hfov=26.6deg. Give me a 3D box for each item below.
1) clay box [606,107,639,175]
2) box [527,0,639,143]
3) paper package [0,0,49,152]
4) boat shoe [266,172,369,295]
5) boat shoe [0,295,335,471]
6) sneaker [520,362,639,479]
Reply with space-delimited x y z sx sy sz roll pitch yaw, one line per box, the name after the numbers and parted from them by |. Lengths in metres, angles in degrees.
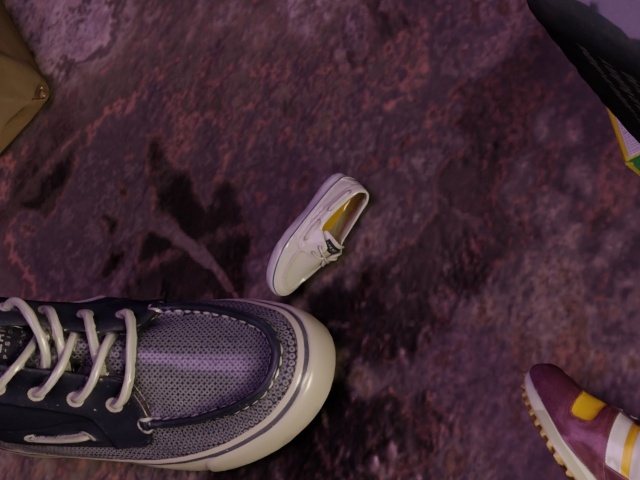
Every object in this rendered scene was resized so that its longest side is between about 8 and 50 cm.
0.223 -0.157 0.839 0.127 0.053 0.222 -27 55 27 | clay box
0.420 -0.124 0.460 0.472 0.297 0.480 37 96 28 | box
-0.453 -0.157 1.296 0.309 0.168 0.325 -45 51 14 | paper package
0.000 0.000 0.961 0.100 0.035 0.035 -54 46 -2 | boat shoe
-0.166 0.094 0.967 0.340 0.158 0.127 -13 64 34 | boat shoe
0.185 0.127 0.747 0.084 0.069 0.185 -35 53 2 | sneaker
